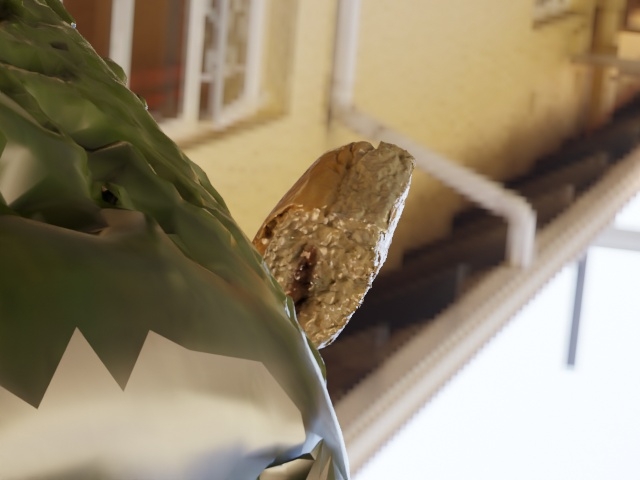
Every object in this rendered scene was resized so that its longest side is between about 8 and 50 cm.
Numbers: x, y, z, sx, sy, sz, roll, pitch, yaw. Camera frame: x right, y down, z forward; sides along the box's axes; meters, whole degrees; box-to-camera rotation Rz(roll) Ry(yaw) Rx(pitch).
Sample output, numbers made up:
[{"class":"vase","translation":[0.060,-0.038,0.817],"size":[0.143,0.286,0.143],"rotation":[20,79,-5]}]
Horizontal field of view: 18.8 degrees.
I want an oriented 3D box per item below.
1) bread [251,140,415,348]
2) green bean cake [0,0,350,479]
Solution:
[{"class":"bread","translation":[0.001,-0.001,1.224],"size":[0.082,0.125,0.106],"rotation":[23,-141,-4]},{"class":"green bean cake","translation":[-0.182,0.003,0.492],"size":[0.319,0.218,0.335],"rotation":[-2,-138,-48]}]
